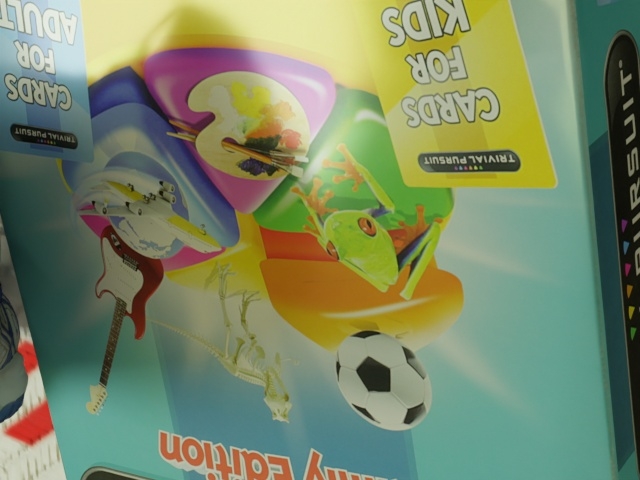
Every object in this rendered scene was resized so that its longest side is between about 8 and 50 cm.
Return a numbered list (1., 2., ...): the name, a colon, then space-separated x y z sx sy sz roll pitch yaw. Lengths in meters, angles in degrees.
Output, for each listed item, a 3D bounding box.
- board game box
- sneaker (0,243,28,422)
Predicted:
1. board game box: 0.000 0.000 0.536 0.254 0.079 0.336 6 115 34
2. sneaker: -0.163 0.011 0.589 0.296 0.112 0.131 -147 65 -73
